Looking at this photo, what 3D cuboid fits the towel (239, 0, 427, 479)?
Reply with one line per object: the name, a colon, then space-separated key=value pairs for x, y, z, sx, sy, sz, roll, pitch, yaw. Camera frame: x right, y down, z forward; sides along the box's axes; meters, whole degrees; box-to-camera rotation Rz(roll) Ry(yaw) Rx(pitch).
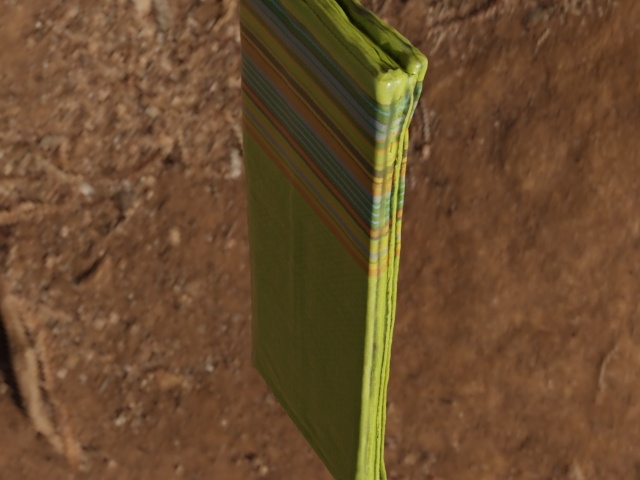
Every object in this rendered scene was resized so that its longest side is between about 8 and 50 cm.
towel: x=0.000 y=0.000 z=0.530 sx=0.102 sy=0.021 sz=0.237 roll=52 pitch=154 yaw=37
